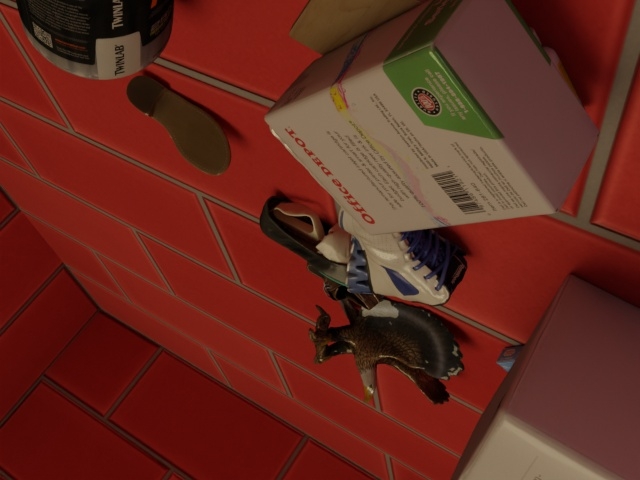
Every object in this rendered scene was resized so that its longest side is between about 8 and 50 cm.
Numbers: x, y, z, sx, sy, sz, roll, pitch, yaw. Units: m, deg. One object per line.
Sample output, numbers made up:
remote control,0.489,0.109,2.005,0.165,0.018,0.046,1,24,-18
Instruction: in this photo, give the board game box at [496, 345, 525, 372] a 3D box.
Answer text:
board game box,0.433,0.257,1.219,0.211,0.039,0.160,39,156,-9

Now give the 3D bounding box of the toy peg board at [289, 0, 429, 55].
toy peg board,0.073,-0.252,0.769,0.161,0.079,0.161,26,160,-14

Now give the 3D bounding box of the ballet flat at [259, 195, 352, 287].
ballet flat,0.000,0.000,1.278,0.280,0.095,0.096,26,142,21

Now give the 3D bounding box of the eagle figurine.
eagle figurine,0.132,0.223,1.439,0.298,0.225,0.226,2,-166,5

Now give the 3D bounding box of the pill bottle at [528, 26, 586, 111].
pill bottle,0.223,-0.158,0.726,0.065,0.065,0.116,2,138,51

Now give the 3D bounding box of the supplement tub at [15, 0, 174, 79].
supplement tub,-0.274,-0.365,0.845,0.207,0.207,0.338,37,156,0

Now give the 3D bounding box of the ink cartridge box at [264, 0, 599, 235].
ink cartridge box,0.102,-0.119,0.730,0.201,0.117,0.278,46,153,-22

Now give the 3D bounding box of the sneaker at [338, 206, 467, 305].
sneaker,0.137,-0.001,1.077,0.182,0.127,0.315,17,149,17

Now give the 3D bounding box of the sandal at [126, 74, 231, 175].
sandal,-0.240,-0.209,1.270,0.240,0.088,0.079,41,-172,7

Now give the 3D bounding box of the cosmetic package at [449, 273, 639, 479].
cosmetic package,0.401,0.324,0.919,0.394,0.327,0.329,29,130,16

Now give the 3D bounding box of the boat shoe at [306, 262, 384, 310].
boat shoe,0.039,0.082,1.396,0.183,0.066,0.066,21,151,31
